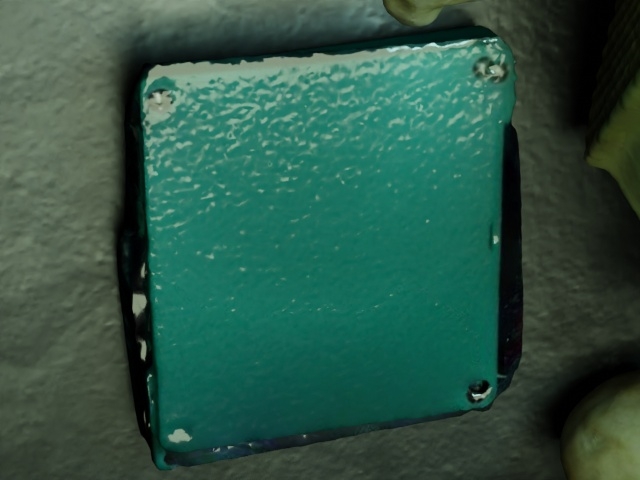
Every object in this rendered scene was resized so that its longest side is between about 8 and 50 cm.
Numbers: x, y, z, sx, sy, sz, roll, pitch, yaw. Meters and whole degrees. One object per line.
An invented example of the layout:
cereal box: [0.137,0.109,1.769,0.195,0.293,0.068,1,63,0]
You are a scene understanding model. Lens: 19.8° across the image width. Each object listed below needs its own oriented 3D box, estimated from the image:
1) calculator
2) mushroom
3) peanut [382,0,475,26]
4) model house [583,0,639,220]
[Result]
calculator: [0.000,0.000,1.124,0.248,0.058,0.274,-10,116,-13]
mushroom: [0.269,0.240,1.265,0.122,0.159,0.328,-14,120,34]
peanut: [0.131,-0.248,1.009,0.291,0.143,0.159,-34,85,7]
model house: [0.314,-0.084,1.093,0.321,0.261,0.266,-27,77,-11]
